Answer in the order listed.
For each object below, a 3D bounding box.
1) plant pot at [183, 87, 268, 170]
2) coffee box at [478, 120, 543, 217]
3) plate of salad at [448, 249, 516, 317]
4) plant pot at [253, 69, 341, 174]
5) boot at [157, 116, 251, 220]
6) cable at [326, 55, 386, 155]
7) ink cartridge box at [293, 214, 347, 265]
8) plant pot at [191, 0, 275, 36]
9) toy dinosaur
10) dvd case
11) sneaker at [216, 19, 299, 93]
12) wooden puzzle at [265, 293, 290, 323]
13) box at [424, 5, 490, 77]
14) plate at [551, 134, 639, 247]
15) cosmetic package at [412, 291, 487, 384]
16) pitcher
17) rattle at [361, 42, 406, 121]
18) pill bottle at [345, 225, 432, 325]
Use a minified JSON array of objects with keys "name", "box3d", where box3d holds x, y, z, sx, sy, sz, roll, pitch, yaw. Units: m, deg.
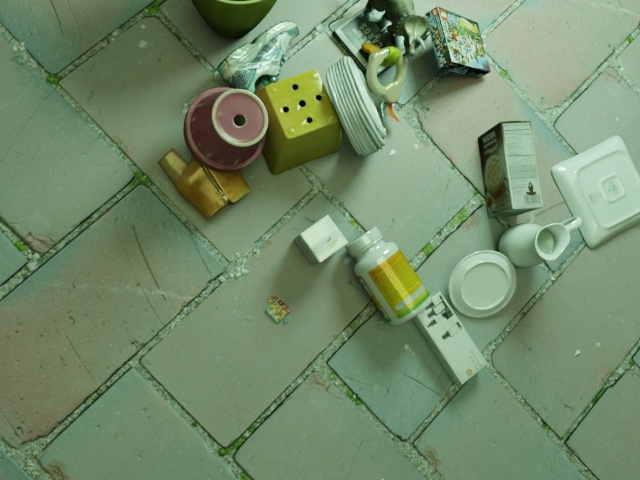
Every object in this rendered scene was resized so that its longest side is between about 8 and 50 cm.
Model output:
[{"name":"plant pot","box3d":[-0.210,-0.272,1.235,0.201,0.180,0.201,0,90,-24]},{"name":"coffee box","box3d":[0.536,-0.199,1.488,0.098,0.141,0.246,-4,83,-11]},{"name":"plate of salad","box3d":[0.452,0.121,1.471,0.200,0.048,0.200,-2,104,-7]},{"name":"plant pot","box3d":[-0.061,-0.324,1.364,0.212,0.187,0.212,-23,87,-13]},{"name":"boot","box3d":[-0.250,-0.212,1.369,0.295,0.104,0.211,-45,99,-10]},{"name":"cable","box3d":[0.093,-0.347,1.362,0.089,0.257,0.257,-21,116,14]},{"name":"ink cartridge box","box3d":[0.000,0.000,1.359,0.092,0.143,0.090,-36,91,-13]},{"name":"plant pot","box3d":[-0.220,-0.642,1.316,0.274,0.293,0.275,1,83,-10]},{"name":"toy dinosaur","box3d":[0.204,-0.639,1.435,0.121,0.160,0.313,-29,91,-13]},{"name":"dvd case","box3d":[0.180,-0.603,1.524,0.238,0.029,0.179,-41,92,-13]},{"name":"sneaker","box3d":[-0.147,-0.483,1.405,0.283,0.110,0.122,-46,110,-28]},{"name":"wooden puzzle","box3d":[-0.112,0.185,1.385,0.049,0.006,0.083,-44,93,-13]},{"name":"box","box3d":[0.394,-0.558,1.490,0.233,0.044,0.159,-10,85,-46]},{"name":"plate","box3d":[0.877,-0.155,1.597,0.278,0.045,0.277,-25,89,-12]},{"name":"cosmetic package","box3d":[0.347,0.266,1.437,0.099,0.060,0.239,-34,90,-12]},{"name":"pitcher","box3d":[0.602,-0.003,1.442,0.177,0.207,0.125,-30,90,-13]},{"name":"rattle","box3d":[0.161,-0.438,1.468,0.130,0.142,0.200,-39,131,-33]},{"name":"pill bottle","box3d":[0.173,0.090,1.385,0.136,0.136,0.246,-34,91,-13]}]
